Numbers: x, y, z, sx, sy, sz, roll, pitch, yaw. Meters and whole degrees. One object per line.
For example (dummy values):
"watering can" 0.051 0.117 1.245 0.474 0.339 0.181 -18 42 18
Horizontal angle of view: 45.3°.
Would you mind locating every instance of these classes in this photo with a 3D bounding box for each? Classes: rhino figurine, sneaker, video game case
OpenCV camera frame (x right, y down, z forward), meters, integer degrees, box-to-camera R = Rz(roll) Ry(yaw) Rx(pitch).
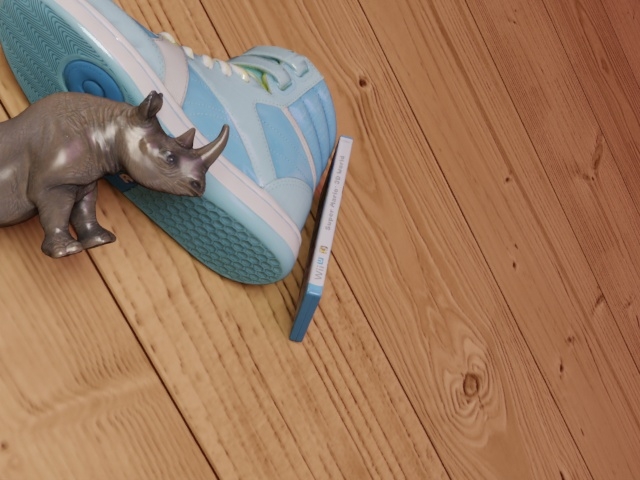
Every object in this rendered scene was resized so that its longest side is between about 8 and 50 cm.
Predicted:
"rhino figurine" -0.178 -0.042 0.517 0.243 0.073 0.106 -17 95 -2
"sneaker" -0.107 -0.132 0.660 0.319 0.127 0.208 51 49 -33
"video game case" 0.000 0.000 0.728 0.015 0.119 0.166 14 61 -4
